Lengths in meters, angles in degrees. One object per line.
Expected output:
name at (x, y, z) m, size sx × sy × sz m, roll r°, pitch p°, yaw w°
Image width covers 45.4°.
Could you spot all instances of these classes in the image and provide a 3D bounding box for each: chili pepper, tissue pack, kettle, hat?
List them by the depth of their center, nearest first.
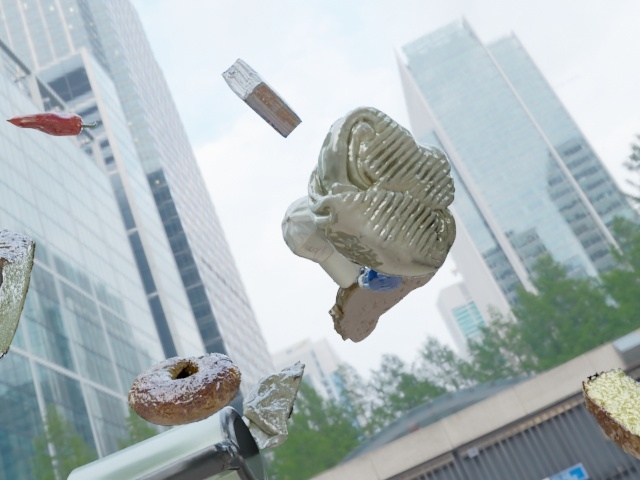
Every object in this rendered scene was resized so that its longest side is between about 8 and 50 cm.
tissue pack at (-0.119, -0.294, 1.578) m, size 0.065 × 0.115 × 0.155 m, roll -45°, pitch -41°, yaw 8°
kettle at (-0.328, 0.518, 1.607) m, size 0.377 × 0.250 × 0.361 m, roll -25°, pitch -20°, yaw 1°
chili pepper at (-0.560, -0.245, 1.610) m, size 0.191 × 0.050 × 0.059 m, roll -3°, pitch 10°, yaw -35°
hat at (0.007, 0.006, 2.018) m, size 0.161 × 0.275 × 0.232 m, roll -25°, pitch -15°, yaw -40°

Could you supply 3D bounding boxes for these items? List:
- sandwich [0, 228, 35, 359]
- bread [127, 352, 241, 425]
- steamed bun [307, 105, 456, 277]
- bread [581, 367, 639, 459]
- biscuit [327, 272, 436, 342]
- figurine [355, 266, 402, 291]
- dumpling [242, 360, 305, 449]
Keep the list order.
sandwich at (-0.655, 0.129, 1.507) m, size 0.099 × 0.271 × 0.301 m, roll 17°, pitch 5°, yaw -13°
bread at (-0.228, 0.243, 1.287) m, size 0.193 × 0.193 × 0.063 m, roll -15°, pitch -67°, yaw -17°
steamed bun at (0.105, -0.072, 1.543) m, size 0.324 × 0.309 × 0.219 m, roll 22°, pitch -30°, yaw -27°
bread at (0.712, 0.413, 1.731) m, size 0.129 × 0.260 × 0.134 m, roll -24°, pitch -53°, yaw -15°
biscuit at (0.183, 0.120, 2.226) m, size 0.394 × 0.076 × 0.368 m, roll -41°, pitch -27°, yaw -9°
figurine at (0.137, 0.090, 1.835) m, size 0.087 × 0.086 × 0.149 m, roll 27°, pitch -15°, yaw -14°
dumpling at (-0.138, 0.395, 1.895) m, size 0.166 × 0.086 × 0.332 m, roll -16°, pitch 19°, yaw 15°
